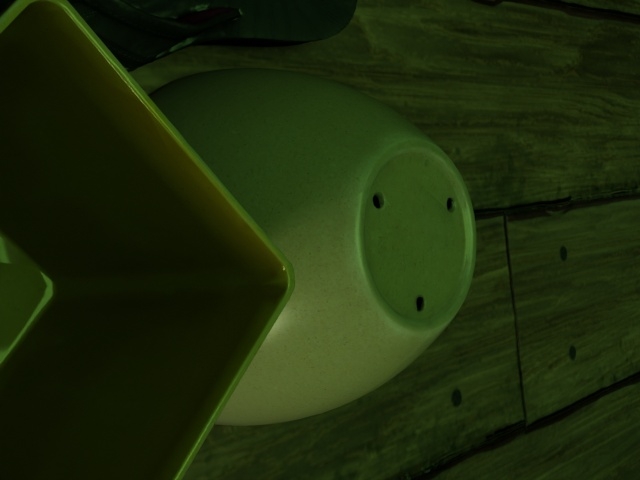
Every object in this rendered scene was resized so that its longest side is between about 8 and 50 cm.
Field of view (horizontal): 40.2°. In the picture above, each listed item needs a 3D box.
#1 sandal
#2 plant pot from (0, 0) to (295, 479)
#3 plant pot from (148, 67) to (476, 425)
[{"bbox_3d":[-0.112,-0.197,0.601,0.445,0.107,0.168,-26,105,-43],"label":"sandal"},{"bbox_3d":[-0.179,0.032,0.461,0.212,0.187,0.212,51,55,-31],"label":"plant pot"},{"bbox_3d":[0.000,0.000,0.645,0.284,0.190,0.284,5,83,-45],"label":"plant pot"}]
